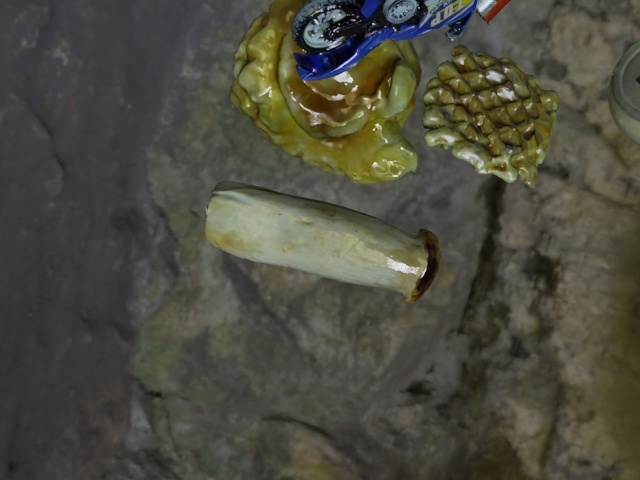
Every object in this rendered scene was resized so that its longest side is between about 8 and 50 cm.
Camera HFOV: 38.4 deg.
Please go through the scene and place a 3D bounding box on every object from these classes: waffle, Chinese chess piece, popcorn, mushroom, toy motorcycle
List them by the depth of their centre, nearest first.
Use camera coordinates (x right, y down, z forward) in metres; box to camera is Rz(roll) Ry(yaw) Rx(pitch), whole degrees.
[{"bbox_3d":[0.000,0.000,1.176,0.081,0.312,0.099,-16,120,-76],"label":"mushroom"},{"bbox_3d":[0.106,-0.305,1.206,0.169,0.316,0.113,63,3,-63],"label":"toy motorcycle"},{"bbox_3d":[0.253,-0.195,1.370,0.054,0.204,0.223,112,1,-59],"label":"waffle"},{"bbox_3d":[0.023,-0.259,1.501,0.274,0.336,0.279,115,-9,-49],"label":"popcorn"},{"bbox_3d":[0.614,-0.261,1.595,0.092,0.238,0.237,50,54,-53],"label":"Chinese chess piece"}]

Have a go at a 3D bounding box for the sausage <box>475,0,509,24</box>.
[{"bbox_3d":[0.395,-0.543,1.792,0.264,0.083,0.083,-44,180,11],"label":"sausage"}]
